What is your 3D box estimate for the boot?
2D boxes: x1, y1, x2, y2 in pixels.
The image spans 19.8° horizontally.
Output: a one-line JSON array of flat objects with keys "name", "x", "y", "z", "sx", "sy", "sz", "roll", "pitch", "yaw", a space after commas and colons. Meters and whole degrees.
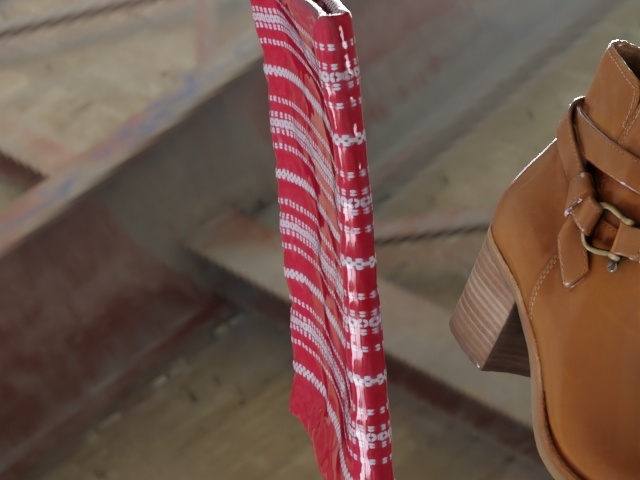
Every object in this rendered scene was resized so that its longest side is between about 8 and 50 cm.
[{"name": "boot", "x": 0.205, "y": 0.034, "z": 1.070, "sx": 0.220, "sy": 0.109, "sz": 0.283, "roll": -63, "pitch": -141, "yaw": 23}]

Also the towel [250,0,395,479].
[{"name": "towel", "x": 0.000, "y": 0.000, "z": 0.945, "sx": 0.031, "sy": 0.275, "sz": 0.199, "roll": -8, "pitch": -160, "yaw": -8}]
